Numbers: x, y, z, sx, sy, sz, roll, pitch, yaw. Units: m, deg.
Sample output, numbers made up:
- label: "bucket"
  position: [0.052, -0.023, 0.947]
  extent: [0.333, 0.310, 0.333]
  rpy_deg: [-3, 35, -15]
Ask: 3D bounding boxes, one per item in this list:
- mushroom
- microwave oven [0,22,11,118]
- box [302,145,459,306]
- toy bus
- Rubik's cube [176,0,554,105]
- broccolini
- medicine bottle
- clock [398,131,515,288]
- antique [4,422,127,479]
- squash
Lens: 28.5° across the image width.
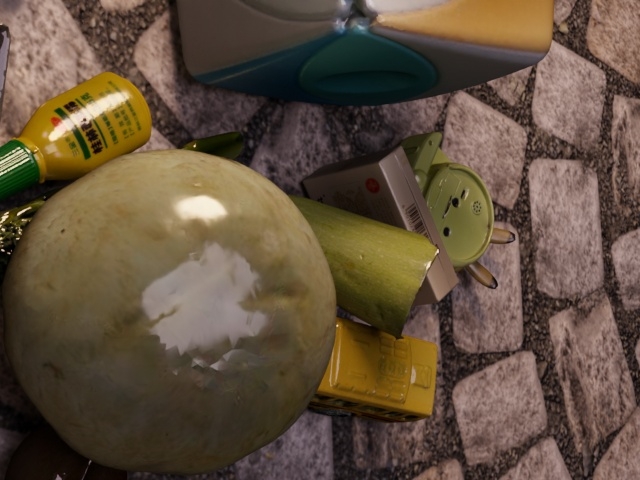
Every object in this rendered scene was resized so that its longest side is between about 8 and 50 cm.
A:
- label: "mushroom"
  position: [-0.151, 0.073, 1.298]
  extent: [0.352, 0.260, 0.352]
  rpy_deg: [-1, 92, -27]
- label: "microwave oven"
  position: [-0.521, -0.088, 0.975]
  extent: [0.432, 0.374, 0.236]
  rpy_deg: [7, 90, -44]
- label: "box"
  position: [0.078, -0.010, 1.623]
  extent: [0.058, 0.141, 0.201]
  rpy_deg: [-39, 109, -45]
- label: "toy bus"
  position: [-0.007, 0.147, 1.545]
  extent: [0.335, 0.123, 0.121]
  rpy_deg: [18, 73, -38]
- label: "Rubik's cube"
  position: [0.049, -0.359, 1.502]
  extent: [0.347, 0.351, 0.352]
  rpy_deg: [3, 86, -40]
- label: "broccolini"
  position: [-0.231, -0.038, 1.421]
  extent: [0.392, 0.079, 0.074]
  rpy_deg: [-23, 141, -41]
- label: "medicine bottle"
  position: [-0.298, -0.097, 1.363]
  extent: [0.260, 0.064, 0.095]
  rpy_deg: [-35, 97, -36]
- label: "clock"
  position: [0.179, -0.030, 1.760]
  extent: [0.232, 0.069, 0.170]
  rpy_deg: [37, 62, -32]
- label: "antique"
  position: [-0.293, 0.289, 1.289]
  extent: [0.257, 0.121, 0.143]
  rpy_deg: [-42, 105, -36]
- label: "squash"
  position: [0.001, 0.009, 1.547]
  extent: [0.137, 0.287, 0.137]
  rpy_deg: [-59, 164, -28]
